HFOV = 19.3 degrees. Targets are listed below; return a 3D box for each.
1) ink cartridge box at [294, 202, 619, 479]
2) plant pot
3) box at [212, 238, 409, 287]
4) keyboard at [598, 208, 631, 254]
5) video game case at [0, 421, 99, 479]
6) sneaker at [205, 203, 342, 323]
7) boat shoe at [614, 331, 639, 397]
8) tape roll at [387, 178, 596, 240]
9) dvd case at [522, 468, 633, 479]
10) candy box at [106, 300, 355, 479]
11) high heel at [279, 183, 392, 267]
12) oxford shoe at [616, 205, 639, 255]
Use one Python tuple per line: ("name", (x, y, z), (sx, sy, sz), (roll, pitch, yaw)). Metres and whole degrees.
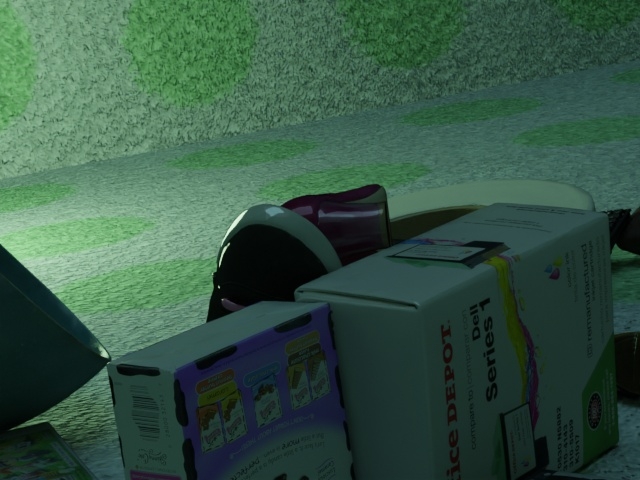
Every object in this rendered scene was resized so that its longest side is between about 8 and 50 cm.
("ink cartridge box", (0.112, 0.101, 1.448), (0.117, 0.201, 0.278), (6, 18, 37))
("plant pot", (-0.371, 0.085, 1.782), (0.195, 0.290, 0.290), (-47, 17, -3))
("box", (0.055, 0.085, 1.715), (0.270, 0.143, 0.165), (4, 17, 43))
("keyboard", (0.265, 0.003, 2.172), (0.180, 0.023, 0.108), (-9, 35, 41))
("video game case", (-0.308, 0.211, 1.638), (0.193, 0.023, 0.212), (-12, 12, -18))
("sneaker", (-0.058, 0.107, 1.443), (0.104, 0.296, 0.147), (21, 50, 6))
("boat shoe", (0.275, 0.111, 1.668), (0.152, 0.056, 0.049), (12, -11, 45))
("tape roll", (0.114, 0.025, 2.050), (0.392, 0.072, 0.392), (-13, 14, 3))
("dvd case", (0.208, 0.210, 1.296), (0.239, 0.029, 0.179), (3, 15, 39))
("candy box", (-0.055, 0.157, 1.303), (0.070, 0.196, 0.165), (1, 14, 40))
("high heel", (0.000, 0.000, 1.554), (0.117, 0.082, 0.244), (-6, 3, 3))
("oxford shoe", (0.437, -0.045, 2.222), (0.098, 0.097, 0.271), (-6, 10, 36))
